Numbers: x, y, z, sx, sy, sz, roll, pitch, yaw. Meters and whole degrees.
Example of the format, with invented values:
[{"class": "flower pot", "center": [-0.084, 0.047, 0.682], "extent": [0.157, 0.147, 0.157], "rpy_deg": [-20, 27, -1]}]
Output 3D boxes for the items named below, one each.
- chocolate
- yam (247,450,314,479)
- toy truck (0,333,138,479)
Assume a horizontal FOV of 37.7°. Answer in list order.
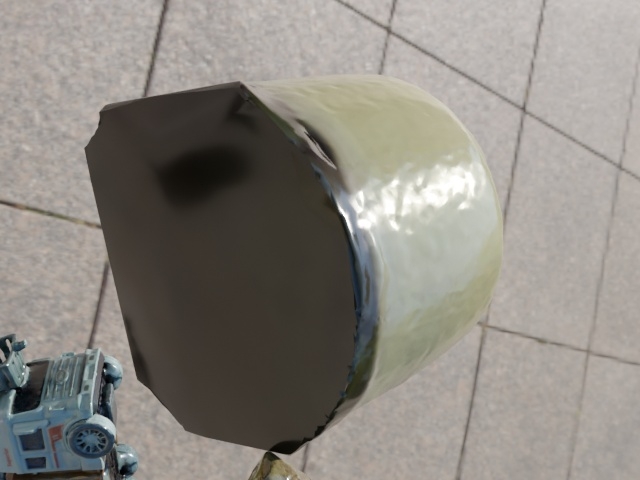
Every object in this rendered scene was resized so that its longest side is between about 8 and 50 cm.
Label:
[{"class": "chocolate", "center": [0.000, 0.000, 0.869], "extent": [0.297, 0.326, 0.314], "rpy_deg": [-20, 102, -48]}, {"class": "yam", "center": [0.080, 0.305, 0.798], "extent": [0.356, 0.081, 0.081], "rpy_deg": [35, 64, -8]}, {"class": "toy truck", "center": [-0.321, 0.267, 1.122], "extent": [0.184, 0.133, 0.338], "rpy_deg": [-5, 121, -5]}]
